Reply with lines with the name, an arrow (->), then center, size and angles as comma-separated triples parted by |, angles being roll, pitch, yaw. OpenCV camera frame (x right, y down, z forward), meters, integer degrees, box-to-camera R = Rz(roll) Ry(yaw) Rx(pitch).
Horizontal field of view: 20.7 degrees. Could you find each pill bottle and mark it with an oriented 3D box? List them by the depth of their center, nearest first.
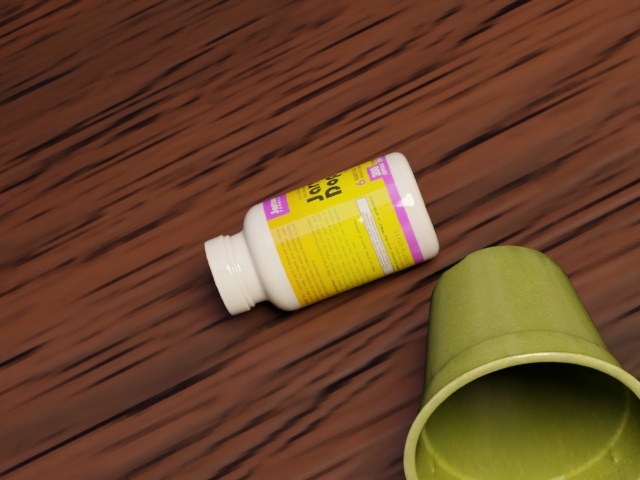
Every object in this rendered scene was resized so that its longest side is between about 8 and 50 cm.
pill bottle -> 0.000, 0.000, 0.663 | 0.083, 0.043, 0.043 | -21, 48, 2

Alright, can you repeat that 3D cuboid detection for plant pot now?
plant pot -> 0.066, 0.044, 0.587 | 0.083, 0.083, 0.079 | -15, 37, 8
